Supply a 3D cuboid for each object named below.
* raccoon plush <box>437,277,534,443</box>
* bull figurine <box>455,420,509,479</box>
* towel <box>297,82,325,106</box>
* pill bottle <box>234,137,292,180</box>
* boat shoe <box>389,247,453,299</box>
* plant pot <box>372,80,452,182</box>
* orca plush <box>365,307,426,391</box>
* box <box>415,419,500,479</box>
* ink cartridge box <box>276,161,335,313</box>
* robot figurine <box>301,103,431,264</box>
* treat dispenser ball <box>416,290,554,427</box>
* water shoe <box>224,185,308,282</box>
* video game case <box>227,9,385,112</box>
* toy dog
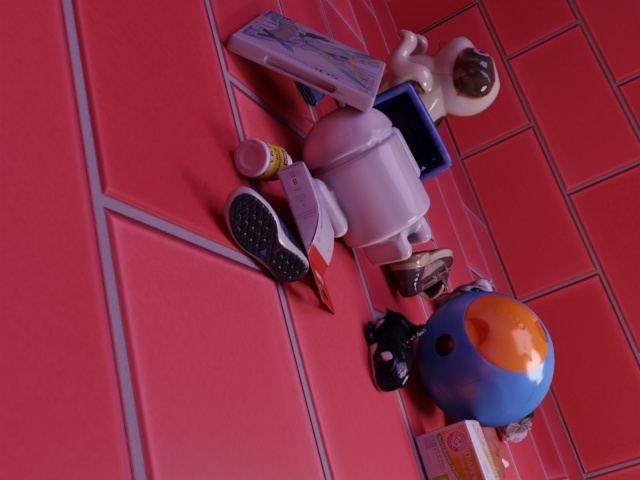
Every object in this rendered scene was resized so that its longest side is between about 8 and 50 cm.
[{"bbox_3d":[0.439,0.323,1.987,0.299,0.216,0.447,-112,-165,-51],"label":"raccoon plush"},{"bbox_3d":[0.362,0.468,1.619,0.188,0.101,0.310,60,20,-18],"label":"bull figurine"},{"bbox_3d":[-0.020,-0.360,1.726,0.067,0.029,0.119,59,20,-16],"label":"towel"},{"bbox_3d":[-0.092,-0.134,1.223,0.065,0.065,0.116,68,20,9],"label":"pill bottle"},{"bbox_3d":[0.260,0.088,1.807,0.342,0.123,0.123,-2,82,-69],"label":"boat shoe"},{"bbox_3d":[0.174,-0.254,1.809,0.236,0.235,0.212,61,14,-11],"label":"plant pot"},{"bbox_3d":[0.177,0.206,1.452,0.151,0.102,0.287,66,19,2],"label":"orca plush"},{"bbox_3d":[0.278,0.461,1.395,0.103,0.114,0.203,29,40,-60],"label":"box"},{"bbox_3d":[0.000,0.000,1.249,0.189,0.066,0.232,57,9,-75],"label":"ink cartridge box"},{"bbox_3d":[0.091,-0.125,1.478,0.300,0.199,0.354,-37,104,-40],"label":"robot figurine"},{"bbox_3d":[0.349,0.252,1.543,0.288,0.288,0.288,51,24,-34],"label":"treat dispenser ball"},{"bbox_3d":[-0.091,-0.014,1.107,0.203,0.073,0.080,57,3,-40],"label":"water shoe"},{"bbox_3d":[-0.014,-0.384,1.507,0.299,0.036,0.329,24,27,-3],"label":"video game case"},{"bbox_3d":[0.284,-0.393,1.974,0.284,0.407,0.396,7,60,-66],"label":"toy dog"}]
